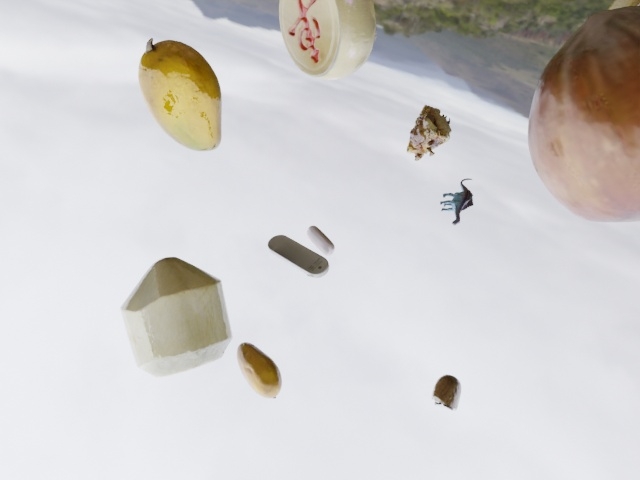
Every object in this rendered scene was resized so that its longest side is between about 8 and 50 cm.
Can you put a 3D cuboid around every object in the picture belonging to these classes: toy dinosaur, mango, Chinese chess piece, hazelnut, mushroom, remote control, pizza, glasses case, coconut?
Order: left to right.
[{"bbox_3d":[-0.278,0.142,1.092,0.202,0.221,0.202,-13,177,-1],"label":"coconut"},{"bbox_3d":[-0.315,-0.330,1.318,0.177,0.316,0.119,-34,-133,-16],"label":"mango"},{"bbox_3d":[-0.214,0.436,1.943,0.109,0.147,0.227,-28,-121,-23],"label":"mango"},{"bbox_3d":[-0.073,0.048,1.803,0.245,0.022,0.077,29,-119,33],"label":"remote control"},{"bbox_3d":[0.000,0.000,1.252,0.021,0.032,0.083,-9,-134,-48],"label":"glasses case"},{"bbox_3d":[0.010,-0.470,1.212,0.097,0.250,0.251,-22,-141,-30],"label":"Chinese chess piece"},{"bbox_3d":[0.282,-0.284,1.492,0.069,0.154,0.194,23,-172,-14],"label":"pizza"},{"bbox_3d":[0.341,0.410,1.528,0.072,0.094,0.209,11,162,16],"label":"mushroom"},{"bbox_3d":[0.360,-0.103,1.489,0.080,0.045,0.197,3,-138,26],"label":"toy dinosaur"},{"bbox_3d":[0.523,-0.201,0.926,0.373,0.372,0.315,10,173,-28],"label":"hazelnut"}]

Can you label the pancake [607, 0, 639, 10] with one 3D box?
[{"bbox_3d":[0.662,-0.458,1.305,0.065,0.356,0.356,48,-154,15],"label":"pancake"}]
